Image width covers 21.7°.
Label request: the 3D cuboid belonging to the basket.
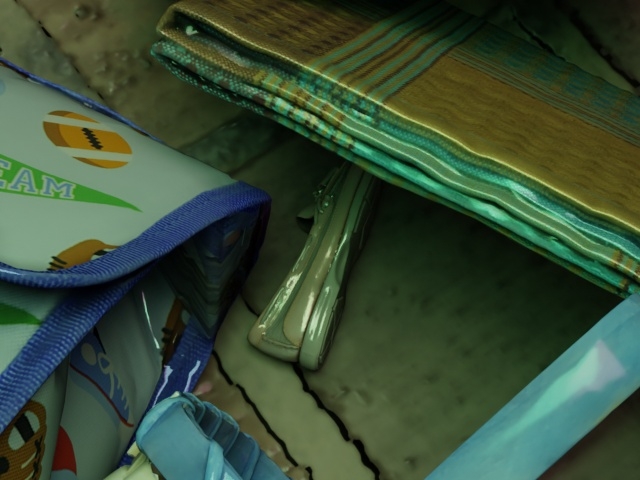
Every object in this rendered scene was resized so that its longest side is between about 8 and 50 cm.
[{"bbox_3d":[0.018,0.135,0.645,0.201,0.255,0.289,44,89,13],"label":"basket"}]

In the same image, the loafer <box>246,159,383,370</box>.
[{"bbox_3d":[0.000,0.000,0.808,0.039,0.045,0.125,15,69,9],"label":"loafer"}]

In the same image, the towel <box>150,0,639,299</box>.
[{"bbox_3d":[0.132,-0.026,0.739,0.370,0.271,0.040,27,109,9],"label":"towel"}]

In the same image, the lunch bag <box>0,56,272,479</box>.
[{"bbox_3d":[-0.245,0.043,0.667,0.328,0.239,0.385,28,54,13],"label":"lunch bag"}]
